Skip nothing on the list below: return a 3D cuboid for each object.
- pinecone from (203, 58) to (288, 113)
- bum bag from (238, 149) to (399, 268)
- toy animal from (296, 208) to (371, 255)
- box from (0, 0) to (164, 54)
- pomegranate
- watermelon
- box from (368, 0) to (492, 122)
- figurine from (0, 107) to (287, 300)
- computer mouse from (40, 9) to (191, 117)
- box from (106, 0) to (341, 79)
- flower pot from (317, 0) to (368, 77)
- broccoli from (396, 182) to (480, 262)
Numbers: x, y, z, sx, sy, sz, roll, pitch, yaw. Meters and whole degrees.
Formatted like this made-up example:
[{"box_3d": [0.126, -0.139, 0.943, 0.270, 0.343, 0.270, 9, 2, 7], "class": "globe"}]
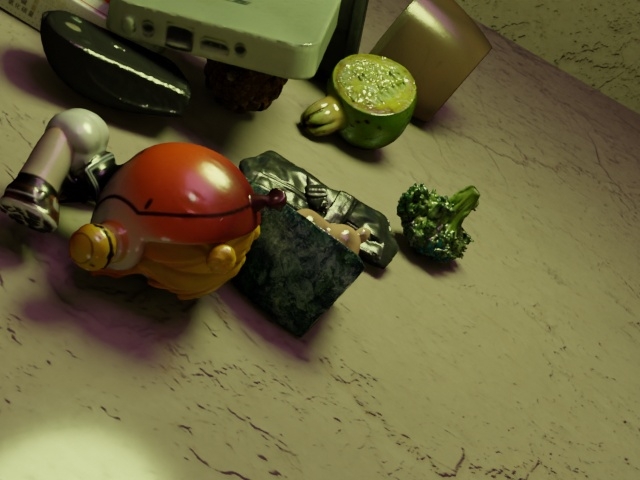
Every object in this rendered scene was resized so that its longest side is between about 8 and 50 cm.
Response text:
[{"box_3d": [-0.139, -0.319, 2.023, 0.174, 0.173, 0.173, 27, 26, -14], "class": "pinecone"}, {"box_3d": [0.000, -0.062, 1.805, 0.310, 0.074, 0.137, 31, 33, -12], "class": "bum bag"}, {"box_3d": [0.002, -0.003, 1.703, 0.150, 0.083, 0.089, 19, -14, -8], "class": "toy animal"}, {"box_3d": [-0.434, -0.428, 1.935, 0.330, 0.095, 0.210, 32, 26, -7], "class": "box"}, {"box_3d": [0.084, -0.255, 2.179, 0.190, 0.159, 0.241, 29, 52, 11], "class": "pomegranate"}, {"box_3d": [-0.060, 0.022, 1.578, 0.318, 0.148, 0.226, 38, 4, 41], "class": "watermelon"}, {"box_3d": [0.250, -0.433, 2.532, 0.216, 0.301, 0.301, 43, 26, 0], "class": "box"}, {"box_3d": [-0.219, -0.045, 1.387, 0.323, 0.196, 0.320, 23, 19, 2], "class": "figurine"}, {"box_3d": [-0.347, -0.276, 1.756, 0.269, 0.100, 0.170, 22, 23, -31], "class": "computer mouse"}, {"box_3d": [-0.162, -0.408, 1.907, 0.367, 0.090, 0.373, 14, 30, 2], "class": "box"}, {"box_3d": [-0.016, -0.530, 2.396, 0.251, 0.379, 0.379, 10, 27, -1], "class": "flower pot"}, {"box_3d": [0.223, -0.041, 1.939, 0.167, 0.160, 0.154, 53, 8, -2], "class": "broccoli"}]
